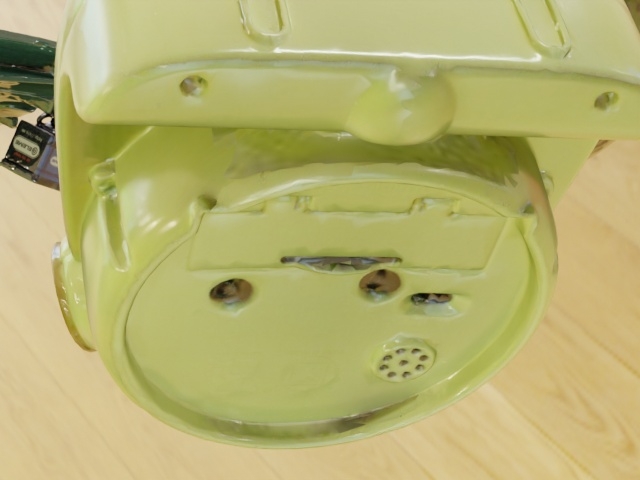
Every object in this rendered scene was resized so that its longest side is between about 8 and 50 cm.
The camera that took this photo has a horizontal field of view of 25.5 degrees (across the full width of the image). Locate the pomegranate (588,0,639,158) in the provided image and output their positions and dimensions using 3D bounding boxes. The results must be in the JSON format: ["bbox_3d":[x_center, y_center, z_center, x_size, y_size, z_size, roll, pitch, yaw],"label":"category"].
[{"bbox_3d":[0.097,-0.162,1.074,0.341,0.285,0.285,-27,48,15],"label":"pomegranate"}]

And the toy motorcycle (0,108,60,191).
[{"bbox_3d":[-0.283,-0.129,2.034,0.125,0.358,0.212,27,93,35],"label":"toy motorcycle"}]

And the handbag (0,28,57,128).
[{"bbox_3d":[-0.488,-0.207,1.862,0.326,0.238,0.089,-15,72,59],"label":"handbag"}]

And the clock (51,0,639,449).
[{"bbox_3d":[0.000,0.000,0.753,0.286,0.348,0.117,0,49,-15],"label":"clock"}]
